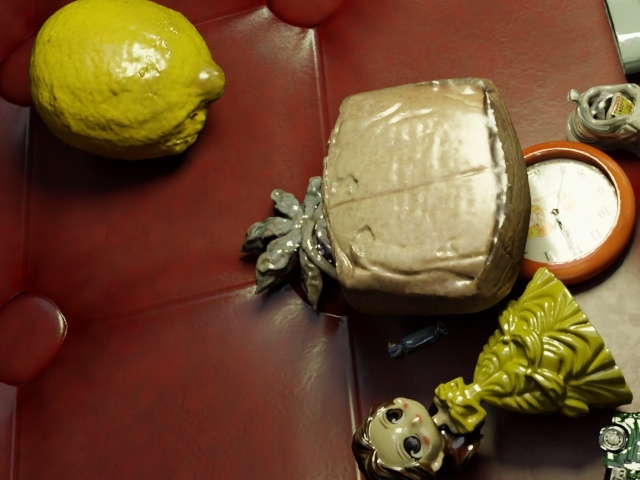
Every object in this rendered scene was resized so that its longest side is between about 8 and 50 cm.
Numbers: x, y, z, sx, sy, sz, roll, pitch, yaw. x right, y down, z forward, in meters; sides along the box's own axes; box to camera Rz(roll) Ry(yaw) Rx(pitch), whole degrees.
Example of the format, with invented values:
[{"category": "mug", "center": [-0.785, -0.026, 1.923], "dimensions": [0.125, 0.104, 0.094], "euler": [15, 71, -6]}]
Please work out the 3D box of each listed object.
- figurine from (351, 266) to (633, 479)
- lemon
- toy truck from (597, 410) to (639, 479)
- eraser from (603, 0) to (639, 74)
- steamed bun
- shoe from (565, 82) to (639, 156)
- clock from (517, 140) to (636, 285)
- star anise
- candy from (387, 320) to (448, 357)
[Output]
[{"category": "figurine", "center": [0.181, 0.191, 1.363], "dimensions": [0.315, 0.168, 0.187], "euler": [-31, 85, 1]}, {"category": "lemon", "center": [-0.291, -0.242, 1.720], "dimensions": [0.320, 0.245, 0.245], "euler": [9, 67, 18]}, {"category": "toy truck", "center": [0.357, 0.325, 1.282], "dimensions": [0.121, 0.088, 0.259], "euler": [7, 68, 24]}, {"category": "eraser", "center": [0.508, -0.328, 1.567], "dimensions": [0.227, 0.081, 0.174], "euler": [-14, 56, 14]}, {"category": "steamed bun", "center": [0.143, -0.042, 1.447], "dimensions": [0.252, 0.199, 0.301], "euler": [-4, 70, 20]}, {"category": "shoe", "center": [0.409, -0.165, 1.511], "dimensions": [0.180, 0.092, 0.089], "euler": [9, 67, 24]}, {"category": "clock", "center": [0.307, -0.036, 1.505], "dimensions": [0.205, 0.051, 0.205], "euler": [-8, 64, 17]}, {"category": "star anise", "center": [0.001, 0.000, 1.583], "dimensions": [0.230, 0.081, 0.262], "euler": [-39, 55, -15]}, {"category": "candy", "center": [0.126, 0.128, 1.505], "dimensions": [0.083, 0.020, 0.030], "euler": [-26, 60, 5]}]
